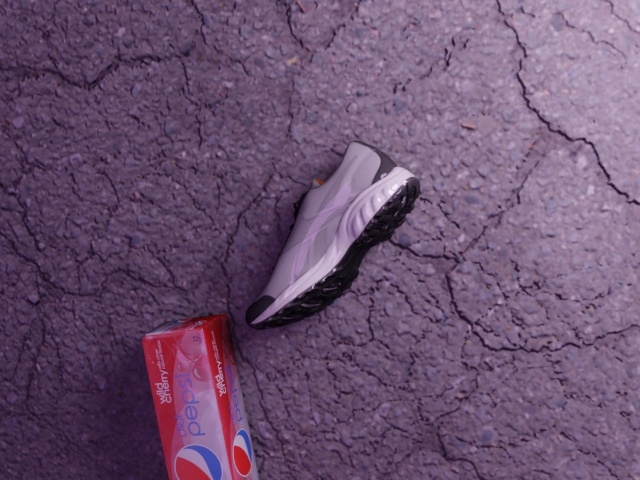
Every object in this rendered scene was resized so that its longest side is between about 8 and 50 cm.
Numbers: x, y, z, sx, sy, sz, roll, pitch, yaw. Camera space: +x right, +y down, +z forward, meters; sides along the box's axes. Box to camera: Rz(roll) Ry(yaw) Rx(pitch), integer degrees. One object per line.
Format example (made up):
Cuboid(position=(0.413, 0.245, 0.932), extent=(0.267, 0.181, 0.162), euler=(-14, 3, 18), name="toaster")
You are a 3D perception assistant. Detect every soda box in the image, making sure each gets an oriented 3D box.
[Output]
Cuboid(position=(-0.146, 0.230, 1.615), extent=(0.092, 0.083, 0.263), euler=(-8, 98, 20), name="soda box")

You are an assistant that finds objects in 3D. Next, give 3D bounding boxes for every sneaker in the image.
Cuboid(position=(0.000, 0.000, 1.526), extent=(0.108, 0.100, 0.271), euler=(47, 107, 20), name="sneaker")
